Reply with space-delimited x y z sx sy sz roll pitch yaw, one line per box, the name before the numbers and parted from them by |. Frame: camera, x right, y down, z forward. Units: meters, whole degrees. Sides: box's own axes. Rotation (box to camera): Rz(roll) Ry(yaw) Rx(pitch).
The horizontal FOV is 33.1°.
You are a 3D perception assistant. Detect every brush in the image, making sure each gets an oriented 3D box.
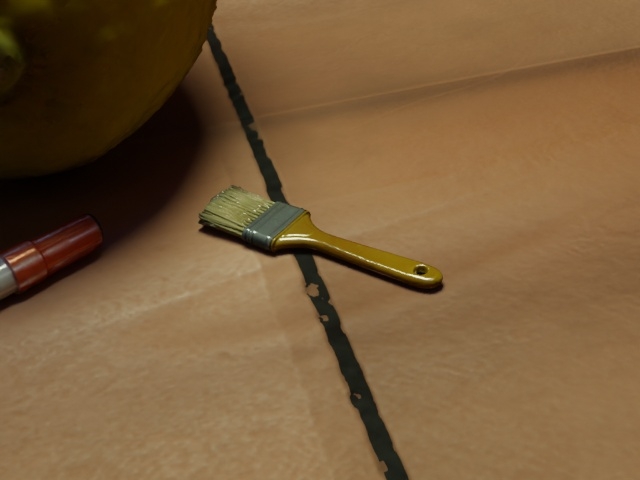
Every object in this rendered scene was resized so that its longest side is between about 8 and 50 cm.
brush | 0.000 0.000 0.669 0.170 0.014 0.043 19 42 29

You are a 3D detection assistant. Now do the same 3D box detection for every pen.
pen | -0.229 0.045 0.620 0.239 0.028 0.028 -31 42 -32

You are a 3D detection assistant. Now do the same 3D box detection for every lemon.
lemon | -0.224 -0.194 0.705 0.364 0.364 0.364 -3 34 2
